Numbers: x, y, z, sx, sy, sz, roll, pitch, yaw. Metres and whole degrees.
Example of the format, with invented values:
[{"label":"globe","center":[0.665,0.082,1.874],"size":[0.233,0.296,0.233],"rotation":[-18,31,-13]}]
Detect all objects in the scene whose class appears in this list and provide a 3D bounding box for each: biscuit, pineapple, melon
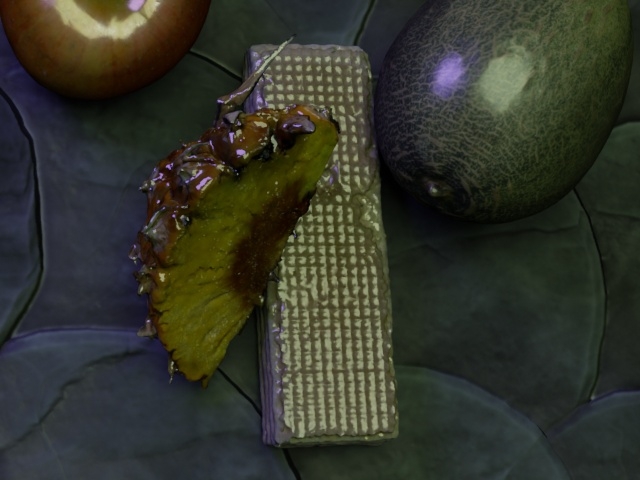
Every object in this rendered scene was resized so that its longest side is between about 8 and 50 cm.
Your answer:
[{"label":"biscuit","center":[0.000,0.000,1.585],"size":[0.144,0.078,0.426],"rotation":[-1,78,-16]},{"label":"pineapple","center":[-0.119,-0.039,1.488],"size":[0.161,0.335,0.158],"rotation":[13,27,-40]},{"label":"melon","center":[0.196,-0.165,1.587],"size":[0.248,0.248,0.329],"rotation":[40,66,-2]}]

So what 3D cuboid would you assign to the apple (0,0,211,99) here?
[{"label":"apple","center":[-0.218,-0.254,1.546],"size":[0.235,0.173,0.210],"rotation":[-44,95,-11]}]
